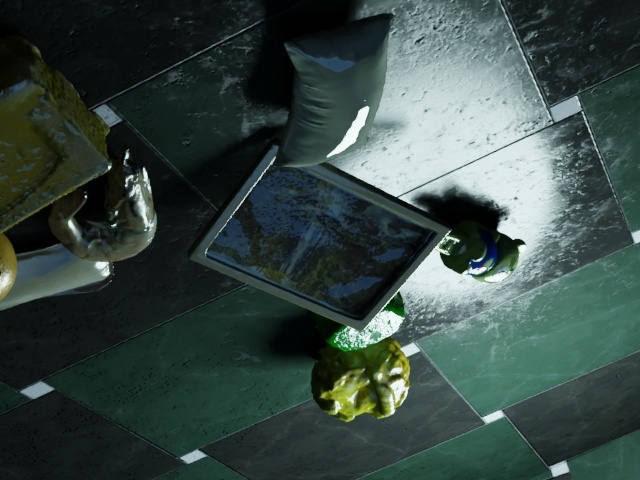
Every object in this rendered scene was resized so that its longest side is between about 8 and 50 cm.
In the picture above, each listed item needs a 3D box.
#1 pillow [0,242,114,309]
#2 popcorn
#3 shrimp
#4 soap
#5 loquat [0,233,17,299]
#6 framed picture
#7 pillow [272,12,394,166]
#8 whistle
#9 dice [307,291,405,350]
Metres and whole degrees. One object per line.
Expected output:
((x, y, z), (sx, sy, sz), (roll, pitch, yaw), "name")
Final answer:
((-0.417, 0.051, 1.808), (0.233, 0.038, 0.130), (-14, 142, -13), "pillow")
((0.073, 0.239, 2.265), (0.198, 0.155, 0.197), (4, 150, 2), "popcorn")
((-0.300, -0.051, 1.698), (0.145, 0.059, 0.254), (-9, 148, -5), "shrimp")
((-0.426, -0.090, 1.489), (0.315, 0.091, 0.199), (-28, 137, 9), "soap")
((-0.472, 0.033, 1.660), (0.141, 0.141, 0.141), (-13, 148, -8), "loquat")
((0.000, 0.000, 1.844), (0.324, 0.020, 0.240), (26, 120, -27), "framed picture")
((0.012, -0.189, 1.619), (0.144, 0.078, 0.254), (-10, 149, -14), "pillow")
((0.253, 0.017, 2.065), (0.227, 0.085, 0.105), (19, 124, -45), "whistle")
((0.057, 0.098, 2.047), (0.131, 0.128, 0.120), (-33, 148, 20), "dice")
